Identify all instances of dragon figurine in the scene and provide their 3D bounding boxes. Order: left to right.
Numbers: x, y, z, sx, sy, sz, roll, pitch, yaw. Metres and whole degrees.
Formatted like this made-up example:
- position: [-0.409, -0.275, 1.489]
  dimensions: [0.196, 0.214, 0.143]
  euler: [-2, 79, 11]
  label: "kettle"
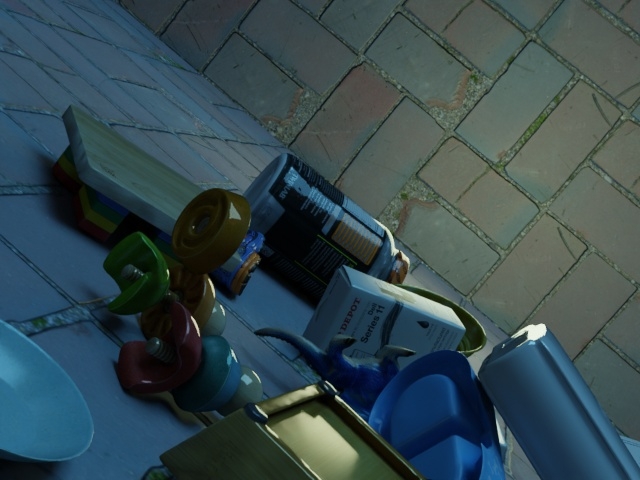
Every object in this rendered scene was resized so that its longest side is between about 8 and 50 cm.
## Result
- position: [0.044, 0.205, 1.402]
  dimensions: [0.289, 0.144, 0.085]
  euler: [13, -3, -10]
  label: "dragon figurine"

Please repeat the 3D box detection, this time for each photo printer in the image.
- position: [0.323, 0.260, 1.306]
  dimensions: [0.307, 0.107, 0.256]
  euler: [58, 10, 7]
  label: "photo printer"

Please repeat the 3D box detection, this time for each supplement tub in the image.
- position: [0.000, 0.000, 1.926]
  dimensions: [0.316, 0.193, 0.193]
  euler: [38, 10, -14]
  label: "supplement tub"

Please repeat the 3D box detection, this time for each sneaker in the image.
- position: [-0.144, 0.016, 1.655]
  dimensions: [0.087, 0.083, 0.221]
  euler: [30, 7, -8]
  label: "sneaker"

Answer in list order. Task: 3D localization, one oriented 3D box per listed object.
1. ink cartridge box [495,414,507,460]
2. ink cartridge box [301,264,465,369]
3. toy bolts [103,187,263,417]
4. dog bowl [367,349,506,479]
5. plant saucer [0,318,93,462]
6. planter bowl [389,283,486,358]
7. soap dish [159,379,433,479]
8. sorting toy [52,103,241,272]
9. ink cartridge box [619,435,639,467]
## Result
- position: [0.170, 0.282, 1.697]
  dimensions: [0.239, 0.060, 0.275]
  euler: [14, 11, 0]
  label: "ink cartridge box"
- position: [0.095, 0.150, 1.607]
  dimensions: [0.208, 0.153, 0.087]
  euler: [22, 15, -17]
  label: "ink cartridge box"
- position: [-0.117, 0.083, 1.141]
  dimensions: [0.158, 0.218, 0.228]
  euler: [38, 26, -38]
  label: "toy bolts"
- position: [0.143, 0.262, 1.250]
  dimensions: [0.074, 0.166, 0.297]
  euler: [44, 25, -24]
  label: "dog bowl"
- position: [-0.271, 0.117, 0.819]
  dimensions: [0.195, 0.037, 0.195]
  euler: [38, 10, -8]
  label: "plant saucer"
- position: [0.177, 0.171, 1.826]
  dimensions: [0.217, 0.090, 0.217]
  euler: [17, 24, -8]
  label: "planter bowl"
- position: [-0.002, 0.248, 1.002]
  dimensions: [0.229, 0.118, 0.291]
  euler: [42, 11, 14]
  label: "soap dish"
- position: [-0.264, -0.054, 1.476]
  dimensions: [0.257, 0.089, 0.255]
  euler: [34, 11, -30]
  label: "sorting toy"
- position: [0.475, 0.461, 1.528]
  dimensions: [0.122, 0.211, 0.289]
  euler: [22, 19, -36]
  label: "ink cartridge box"
